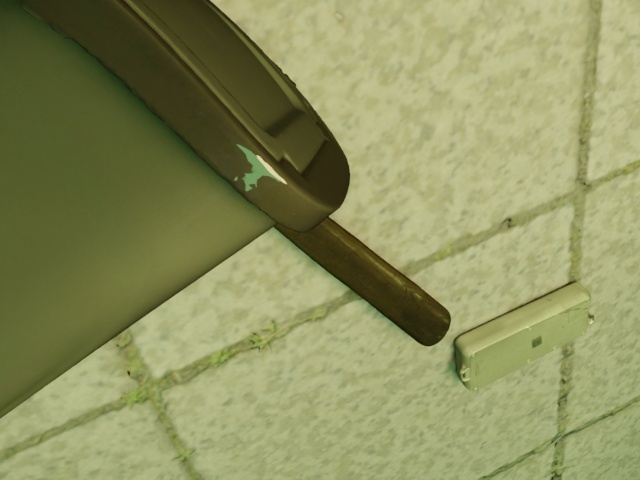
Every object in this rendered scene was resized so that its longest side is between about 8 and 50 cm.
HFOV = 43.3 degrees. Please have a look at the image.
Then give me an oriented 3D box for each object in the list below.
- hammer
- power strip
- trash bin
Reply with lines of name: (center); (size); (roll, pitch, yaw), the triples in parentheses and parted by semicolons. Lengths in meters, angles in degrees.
hammer: (0.000, 0.000, 0.730); (0.168, 0.044, 0.440); (-42, 136, 9)
power strip: (0.246, 0.116, 0.975); (0.192, 0.035, 0.081); (-24, 134, -11)
trash bin: (-0.148, -0.036, 0.477); (0.250, 0.220, 0.219); (-38, 96, 14)
